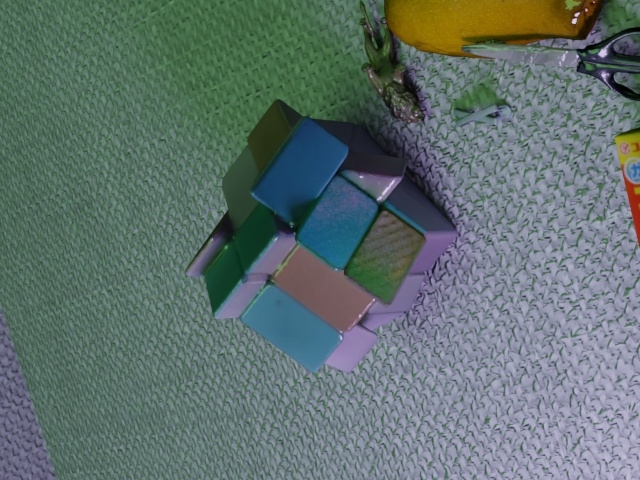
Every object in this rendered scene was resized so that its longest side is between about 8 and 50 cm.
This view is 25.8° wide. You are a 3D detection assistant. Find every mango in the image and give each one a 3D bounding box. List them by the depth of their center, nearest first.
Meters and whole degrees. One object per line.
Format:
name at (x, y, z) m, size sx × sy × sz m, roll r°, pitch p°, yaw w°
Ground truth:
mango at (0.239, -0.349, 1.975) m, size 0.359 × 0.144 × 0.187 m, roll -6°, pitch 117°, yaw 41°

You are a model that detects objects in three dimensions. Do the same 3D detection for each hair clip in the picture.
hair clip at (0.243, -0.189, 2.115) m, size 0.115 × 0.039 × 0.030 m, roll 4°, pitch 98°, yaw 58°

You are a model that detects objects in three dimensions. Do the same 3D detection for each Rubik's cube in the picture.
Rubik's cube at (0.000, 0.000, 2.208) m, size 0.387 × 0.368 × 0.358 m, roll 49°, pitch 116°, yaw 25°

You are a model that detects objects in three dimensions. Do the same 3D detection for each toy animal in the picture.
toy animal at (0.099, -0.281, 2.197) m, size 0.069 × 0.086 × 0.219 m, roll -21°, pitch 81°, yaw 10°

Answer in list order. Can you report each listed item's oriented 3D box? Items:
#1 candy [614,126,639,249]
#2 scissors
candy at (0.497, -0.024, 1.852) m, size 0.146 × 0.088 × 0.276 m, roll -6°, pitch 98°, yaw 49°
scissors at (0.337, -0.248, 1.901) m, size 0.300 × 0.022 × 0.109 m, roll 9°, pitch 129°, yaw 21°
